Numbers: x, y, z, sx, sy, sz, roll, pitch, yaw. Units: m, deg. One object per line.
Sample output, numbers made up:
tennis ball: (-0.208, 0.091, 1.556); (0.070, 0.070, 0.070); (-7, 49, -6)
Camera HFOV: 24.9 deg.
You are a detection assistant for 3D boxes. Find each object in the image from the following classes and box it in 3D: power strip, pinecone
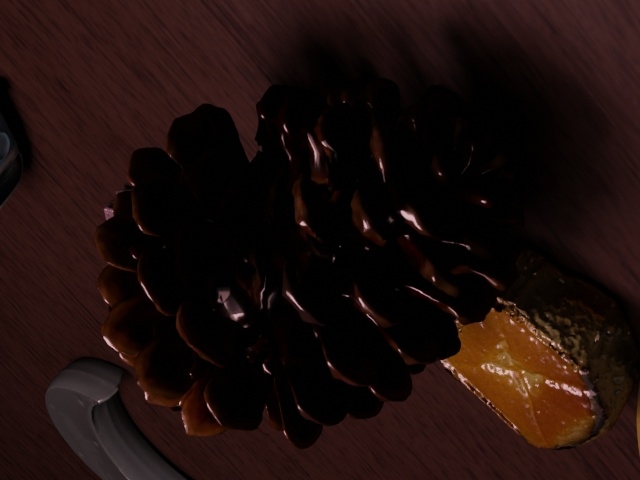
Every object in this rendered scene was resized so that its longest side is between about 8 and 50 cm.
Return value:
power strip: (-0.236, 0.235, 1.702); (0.167, 0.054, 0.253); (14, 141, 42)
pinecone: (-0.001, 0.002, 0.943); (0.292, 0.246, 0.246); (-26, 112, 39)

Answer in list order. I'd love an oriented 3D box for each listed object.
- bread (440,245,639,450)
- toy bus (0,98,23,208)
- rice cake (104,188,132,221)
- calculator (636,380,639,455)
bread: (0.158, 0.078, 1.026); (0.140, 0.069, 0.128); (39, 150, 9)
toy bus: (-0.405, -0.093, 1.372); (0.271, 0.133, 0.165); (22, 151, 32)
rice cake: (-0.159, 0.031, 1.356); (0.047, 0.036, 0.206); (20, 144, 23)
calculator: (0.291, 0.126, 0.982); (0.157, 0.033, 0.236); (24, 145, 27)
